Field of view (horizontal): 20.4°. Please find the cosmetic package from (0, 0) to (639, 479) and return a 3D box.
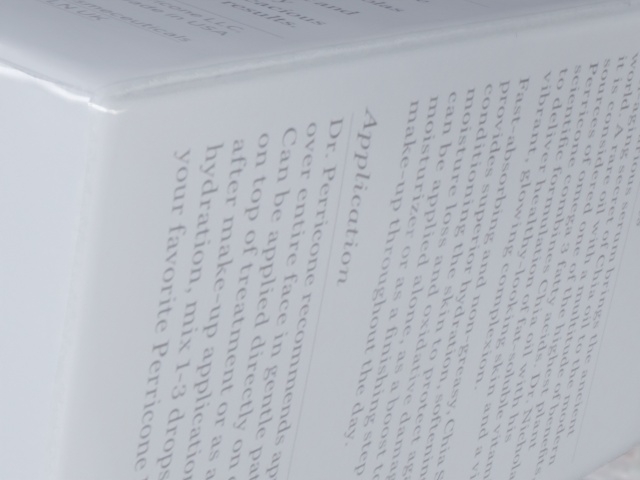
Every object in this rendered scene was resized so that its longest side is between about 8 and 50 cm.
[{"bbox_3d":[0.000,0.000,0.689,0.161,0.230,0.453,23,23,32],"label":"cosmetic package"}]
